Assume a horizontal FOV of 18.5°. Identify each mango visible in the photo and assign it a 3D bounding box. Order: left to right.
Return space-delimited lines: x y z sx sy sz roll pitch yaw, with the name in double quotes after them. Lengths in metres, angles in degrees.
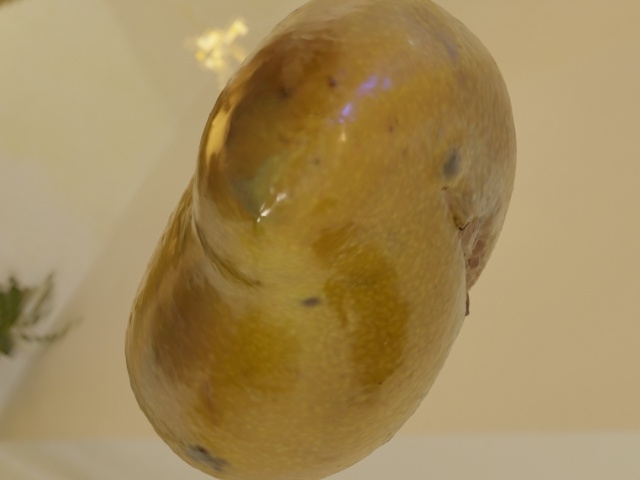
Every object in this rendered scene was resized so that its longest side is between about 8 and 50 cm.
0.005 0.004 0.747 0.177 0.120 0.295 -58 179 -22 "mango"
